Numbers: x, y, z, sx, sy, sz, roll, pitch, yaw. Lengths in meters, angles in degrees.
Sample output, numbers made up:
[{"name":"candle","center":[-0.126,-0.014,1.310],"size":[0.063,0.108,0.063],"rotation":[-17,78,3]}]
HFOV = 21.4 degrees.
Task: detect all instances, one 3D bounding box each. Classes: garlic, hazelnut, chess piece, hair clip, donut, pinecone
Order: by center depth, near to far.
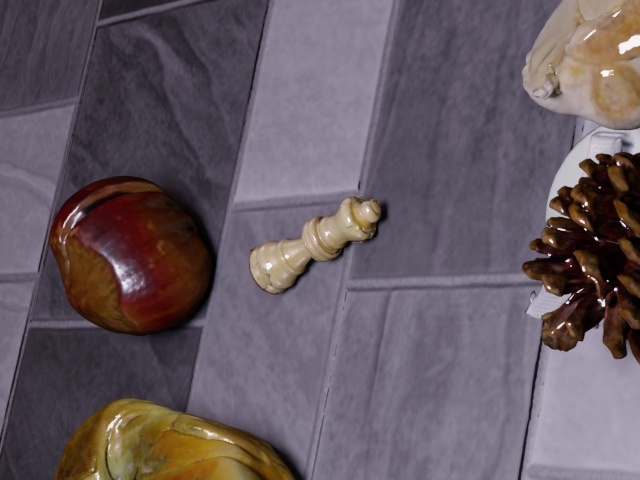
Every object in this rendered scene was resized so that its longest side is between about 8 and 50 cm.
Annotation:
[{"name":"pinecone","center":[0.265,0.011,1.386],"size":[0.212,0.185,0.169],"rotation":[-40,34,35]},{"name":"garlic","center":[0.308,-0.220,1.458],"size":[0.203,0.184,0.281],"rotation":[-78,10,-54]},{"name":"hair clip","center":[0.251,-0.026,1.528],"size":[0.140,0.054,0.220],"rotation":[7,77,55]},{"name":"donut","center":[-0.165,0.337,1.759],"size":[0.360,0.170,0.360],"rotation":[-22,58,40]},{"name":"chess piece","center":[-0.001,-0.001,1.807],"size":[0.172,0.060,0.060],"rotation":[-29,53,36]},{"name":"hazelnut","center":[-0.218,0.023,1.977],"size":[0.204,0.178,0.178],"rotation":[36,102,45]}]
